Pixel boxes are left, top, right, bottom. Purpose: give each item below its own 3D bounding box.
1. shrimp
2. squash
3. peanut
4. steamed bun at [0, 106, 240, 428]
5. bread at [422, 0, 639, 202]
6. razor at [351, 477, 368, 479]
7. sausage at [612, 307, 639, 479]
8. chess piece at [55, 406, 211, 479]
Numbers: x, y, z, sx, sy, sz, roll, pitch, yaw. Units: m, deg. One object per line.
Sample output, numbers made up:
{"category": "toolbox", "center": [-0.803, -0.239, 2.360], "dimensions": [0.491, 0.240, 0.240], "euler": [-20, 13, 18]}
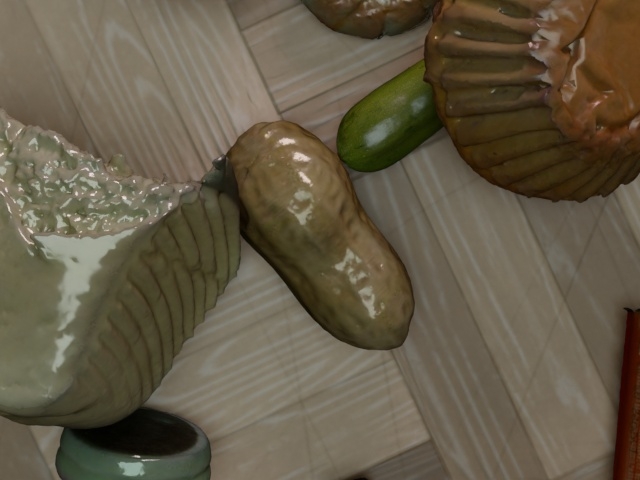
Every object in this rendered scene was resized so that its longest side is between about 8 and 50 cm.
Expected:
{"category": "shrimp", "center": [0.088, -0.299, 1.558], "dimensions": [0.145, 0.061, 0.267], "euler": [34, 90, -11]}
{"category": "squash", "center": [0.097, -0.133, 1.566], "dimensions": [0.201, 0.066, 0.066], "euler": [-39, 93, -4]}
{"category": "peanut", "center": [0.000, 0.000, 1.545], "dimensions": [0.110, 0.120, 0.236], "euler": [-33, 87, -35]}
{"category": "steamed bun", "center": [-0.238, 0.009, 1.468], "dimensions": [0.272, 0.290, 0.273], "euler": [28, 81, 19]}
{"category": "bread", "center": [0.227, -0.159, 1.496], "dimensions": [0.274, 0.149, 0.274], "euler": [-5, 104, -20]}
{"category": "razor", "center": [0.037, 0.291, 1.580], "dimensions": [0.054, 0.090, 0.148], "euler": [-17, 94, 10]}
{"category": "sausage", "center": [0.304, 0.193, 1.585], "dimensions": [0.083, 0.083, 0.264], "euler": [5, 95, -1]}
{"category": "chess piece", "center": [-0.183, 0.295, 1.572], "dimensions": [0.139, 0.139, 0.271], "euler": [10, 104, -1]}
